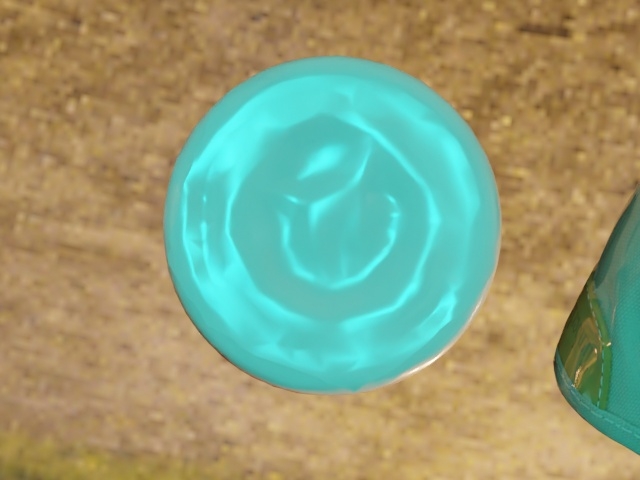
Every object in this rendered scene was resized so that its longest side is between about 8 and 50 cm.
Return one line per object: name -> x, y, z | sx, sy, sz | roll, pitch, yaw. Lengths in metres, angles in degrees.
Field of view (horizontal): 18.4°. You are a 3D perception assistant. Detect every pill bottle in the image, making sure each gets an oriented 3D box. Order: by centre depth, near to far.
pill bottle -> 0.000, 0.000, 1.150 | 0.176, 0.176, 0.318 | 11, 177, -2

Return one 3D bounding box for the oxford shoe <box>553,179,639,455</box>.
oxford shoe -> 0.267, 0.131, 0.826 | 0.449, 0.169, 0.130 | 40, 112, -16
